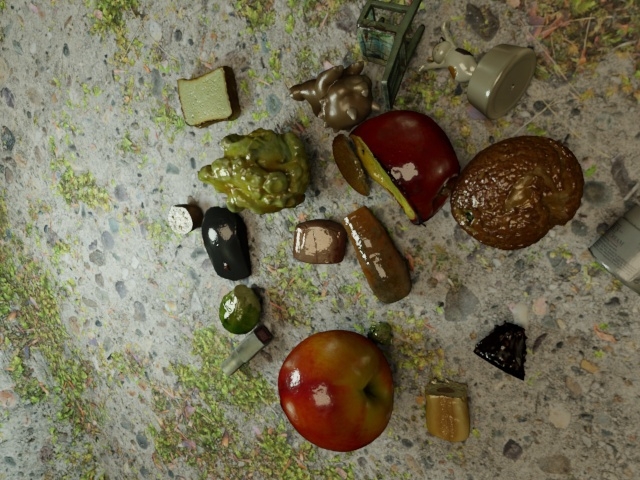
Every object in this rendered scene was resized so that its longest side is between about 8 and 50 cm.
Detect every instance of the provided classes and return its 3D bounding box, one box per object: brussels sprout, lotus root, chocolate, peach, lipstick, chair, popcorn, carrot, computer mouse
[{"bbox_3d":[-0.296,0.259,1.562,0.180,0.144,0.161,-62,38,35],"label":"brussels sprout"},{"bbox_3d":[-0.515,-0.083,1.617,0.122,0.081,0.112,9,107,23],"label":"lotus root"},{"bbox_3d":[0.532,0.299,1.197,0.156,0.156,0.133,31,85,16],"label":"chocolate"},{"bbox_3d":[0.038,0.463,1.330,0.389,0.388,0.387,6,104,24],"label":"peach"},{"bbox_3d":[-0.291,0.429,1.628,0.077,0.079,0.253,50,116,8],"label":"lipstick"},{"bbox_3d":[0.237,-0.232,1.154,0.201,0.257,0.361,-37,57,2],"label":"peach"},{"bbox_3d":[0.162,-0.505,1.109,0.147,0.136,0.270,21,82,19],"label":"chair"},{"bbox_3d":[-0.188,-0.220,1.319,0.336,0.279,0.274,23,156,29],"label":"popcorn"},{"bbox_3d":[0.172,0.046,1.293,0.139,0.139,0.301,-33,86,28],"label":"carrot"},{"bbox_3d":[0.191,0.310,1.387,0.085,0.058,0.085,8,103,41],"label":"brussels sprout"},{"bbox_3d":[-0.354,0.018,1.559,0.169,0.087,0.295,-5,102,23],"label":"computer mouse"}]

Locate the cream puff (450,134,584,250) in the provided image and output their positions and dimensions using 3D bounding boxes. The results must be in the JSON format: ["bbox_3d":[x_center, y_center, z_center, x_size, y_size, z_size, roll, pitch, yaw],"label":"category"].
[{"bbox_3d":[0.484,-0.105,1.021,0.303,0.212,0.302,-6,120,-11],"label":"cream puff"}]

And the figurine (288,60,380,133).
[{"bbox_3d":[0.050,-0.392,1.204,0.247,0.177,0.172,-6,107,39],"label":"figurine"}]

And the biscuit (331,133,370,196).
[{"bbox_3d":[0.086,-0.231,1.283,0.126,0.025,0.206,27,148,59],"label":"biscuit"}]

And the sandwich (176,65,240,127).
[{"bbox_3d":[-0.389,-0.495,1.471,0.215,0.065,0.186,-7,99,26],"label":"sandwich"}]

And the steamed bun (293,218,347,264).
[{"bbox_3d":[0.000,0.000,1.381,0.175,0.106,0.144,7,105,14],"label":"steamed bun"}]

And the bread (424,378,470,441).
[{"bbox_3d":[0.397,0.530,1.321,0.134,0.085,0.173,0,100,22],"label":"bread"}]

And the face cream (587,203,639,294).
[{"bbox_3d":[0.753,0.026,0.984,0.177,0.177,0.152,41,116,12],"label":"face cream"}]

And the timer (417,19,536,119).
[{"bbox_3d":[0.383,-0.448,1.089,0.266,0.175,0.175,43,117,31],"label":"timer"}]
